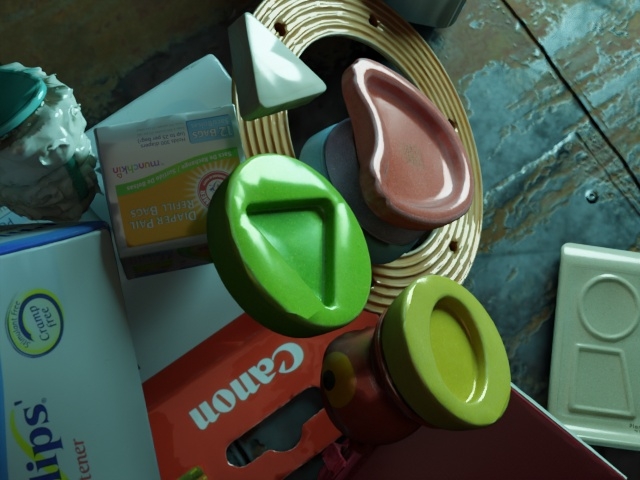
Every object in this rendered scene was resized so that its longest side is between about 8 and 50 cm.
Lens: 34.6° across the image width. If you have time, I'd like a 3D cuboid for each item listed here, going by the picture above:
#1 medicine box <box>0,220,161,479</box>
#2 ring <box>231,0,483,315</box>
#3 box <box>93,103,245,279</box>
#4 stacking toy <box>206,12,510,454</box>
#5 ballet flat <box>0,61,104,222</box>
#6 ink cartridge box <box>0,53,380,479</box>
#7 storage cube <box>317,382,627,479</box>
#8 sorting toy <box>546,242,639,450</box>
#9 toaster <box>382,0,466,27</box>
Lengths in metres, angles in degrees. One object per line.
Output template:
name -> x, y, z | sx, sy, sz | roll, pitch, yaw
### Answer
medicine box -> -0.287, 0.128, 0.829 | 0.149, 0.289, 0.263 | -21, 105, -48
ring -> 0.041, -0.089, 0.980 | 0.337, 0.032, 0.336 | 18, 63, -40
box -> -0.122, -0.034, 0.869 | 0.114, 0.203, 0.103 | -11, 85, -9
stacking toy -> 0.000, 0.000, 0.807 | 0.280, 0.130, 0.308 | 25, 48, -35
ballet flat -> -0.338, -0.104, 0.931 | 0.409, 0.147, 0.147 | 26, 76, 40
ink cartridge box -> -0.125, 0.060, 0.998 | 0.308, 0.091, 0.385 | -35, 84, -11
storage cube -> 0.125, 0.213, 0.933 | 0.215, 0.183, 0.193 | 40, 91, 2
sorting toy -> 0.333, 0.115, 1.070 | 0.193, 0.038, 0.208 | 8, 76, -5
toaster -> 0.084, -0.318, 1.071 | 0.168, 0.110, 0.185 | 16, 80, -3
